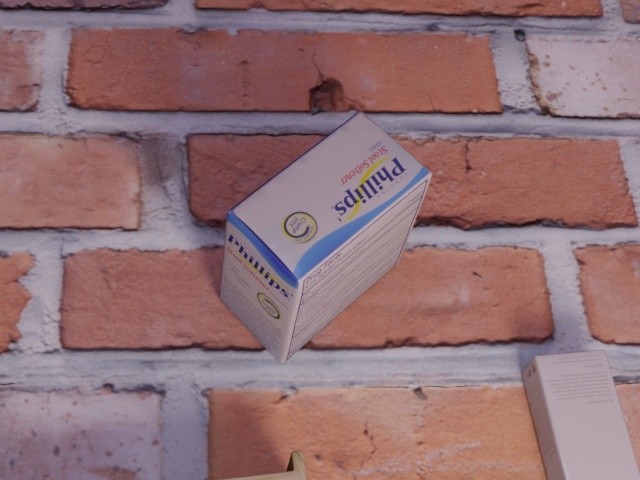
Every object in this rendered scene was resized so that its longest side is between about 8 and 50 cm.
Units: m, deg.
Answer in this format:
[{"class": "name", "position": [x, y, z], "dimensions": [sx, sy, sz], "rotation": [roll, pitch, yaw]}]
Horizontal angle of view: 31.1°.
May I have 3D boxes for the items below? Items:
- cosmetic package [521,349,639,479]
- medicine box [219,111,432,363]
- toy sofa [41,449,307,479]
[{"class": "cosmetic package", "position": [0.383, 0.282, 1.694], "dimensions": [0.117, 0.085, 0.231], "rotation": [-4, 63, -9]}, {"class": "medicine box", "position": [0.000, 0.000, 1.685], "dimensions": [0.263, 0.289, 0.149], "rotation": [-39, 72, -24]}, {"class": "toy sofa", "position": [-0.184, 0.400, 1.519], "dimensions": [0.363, 0.150, 0.177], "rotation": [-4, 60, -9]}]
